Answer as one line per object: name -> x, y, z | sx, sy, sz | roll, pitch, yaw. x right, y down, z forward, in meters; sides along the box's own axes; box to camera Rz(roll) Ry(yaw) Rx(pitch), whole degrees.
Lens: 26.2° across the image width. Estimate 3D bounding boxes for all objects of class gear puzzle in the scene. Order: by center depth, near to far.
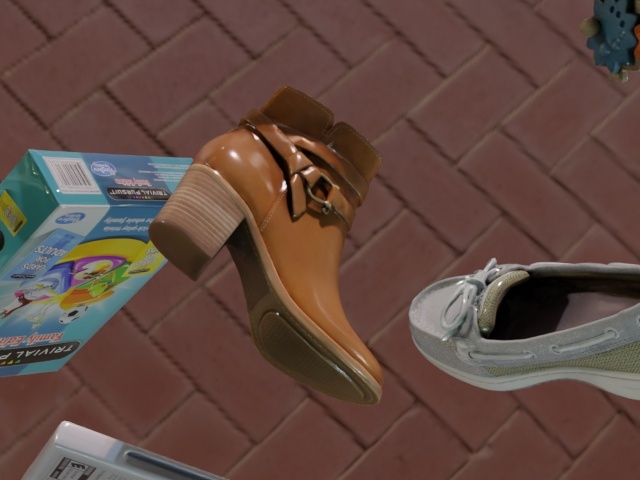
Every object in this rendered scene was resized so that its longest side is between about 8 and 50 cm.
gear puzzle -> 0.366, -0.226, 1.338 | 0.044, 0.339, 0.175 | -6, 106, -28

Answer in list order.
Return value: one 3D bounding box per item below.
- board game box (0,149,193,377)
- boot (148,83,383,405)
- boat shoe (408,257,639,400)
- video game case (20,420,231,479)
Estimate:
board game box -> -0.309, 0.036, 1.549 | 0.254, 0.336, 0.079 | -1, 54, -54
boot -> 0.000, 0.000, 0.912 | 0.197, 0.073, 0.152 | 46, 58, -11
boat shoe -> 0.190, 0.061, 1.162 | 0.118, 0.320, 0.103 | -51, 121, -23
video game case -> -0.124, 0.196, 0.999 | 0.183, 0.201, 0.023 | 22, 60, -12
